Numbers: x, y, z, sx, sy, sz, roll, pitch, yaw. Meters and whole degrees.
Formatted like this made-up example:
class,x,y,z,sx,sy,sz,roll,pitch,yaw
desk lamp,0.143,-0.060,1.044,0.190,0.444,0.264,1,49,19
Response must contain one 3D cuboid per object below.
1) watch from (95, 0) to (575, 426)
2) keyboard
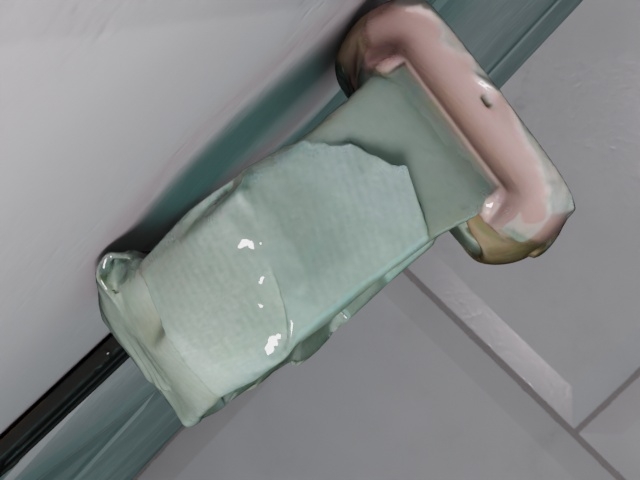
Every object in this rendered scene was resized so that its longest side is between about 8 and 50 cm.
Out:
class,x,y,z,sx,sy,sz,roll,pitch,yaw
watch,0.000,0.000,0.822,0.241,0.162,0.253,-39,176,1
keyboard,-0.090,0.035,1.070,0.381,0.041,0.103,-37,174,-25
